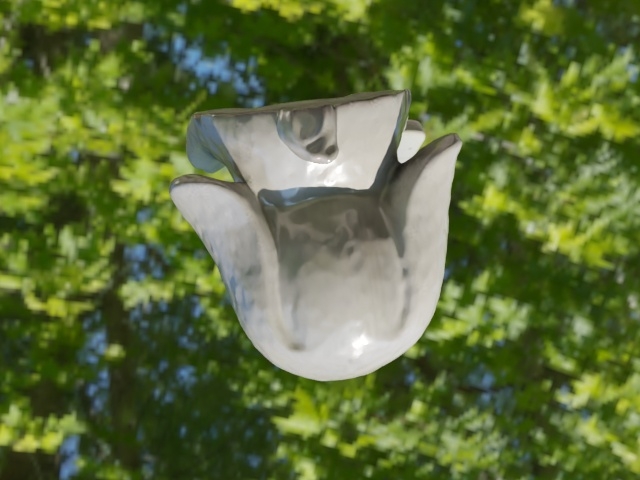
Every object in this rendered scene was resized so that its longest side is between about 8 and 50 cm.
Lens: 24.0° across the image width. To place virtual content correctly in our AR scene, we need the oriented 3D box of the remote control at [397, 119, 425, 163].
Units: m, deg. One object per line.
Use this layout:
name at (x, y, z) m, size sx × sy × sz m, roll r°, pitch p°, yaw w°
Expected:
remote control at (0.057, -0.083, 1.814) m, size 0.087 × 0.190 × 0.029 m, roll -5°, pitch -120°, yaw -25°

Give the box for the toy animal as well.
toy animal at (0.000, 0.000, 1.391) m, size 0.271 × 0.265 × 0.206 m, roll -6°, pitch -175°, yaw -10°
